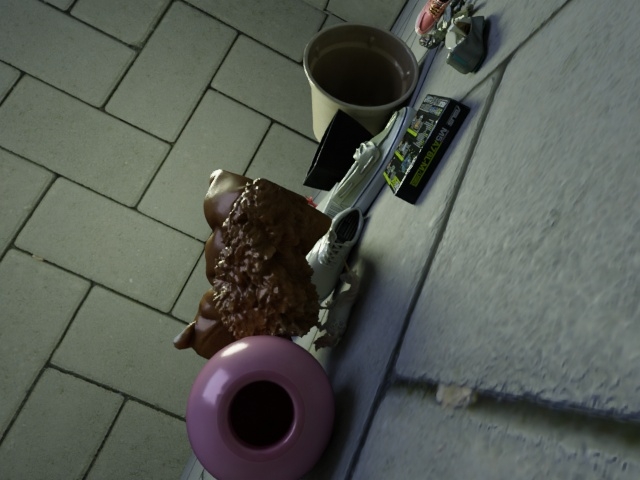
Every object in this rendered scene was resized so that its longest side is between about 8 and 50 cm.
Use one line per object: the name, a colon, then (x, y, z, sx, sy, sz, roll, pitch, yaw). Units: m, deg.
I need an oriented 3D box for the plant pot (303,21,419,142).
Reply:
plant pot: (0.103, -0.440, 1.494, 0.305, 0.334, 0.333, 104, -172, -64)

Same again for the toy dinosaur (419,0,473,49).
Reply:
toy dinosaur: (0.325, -0.553, 1.162, 0.268, 0.064, 0.118, -168, 98, -80)

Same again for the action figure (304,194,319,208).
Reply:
action figure: (-0.043, -0.048, 1.724, 0.280, 0.139, 0.091, -62, 8, -8)

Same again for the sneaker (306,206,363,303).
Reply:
sneaker: (0.025, 0.024, 1.109, 0.091, 0.094, 0.258, 120, 174, -63)

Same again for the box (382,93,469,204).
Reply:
box: (0.184, -0.174, 0.877, 0.190, 0.045, 0.184, -89, 24, -72)

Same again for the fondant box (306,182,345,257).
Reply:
fondant box: (0.000, 0.000, 1.377, 0.238, 0.096, 0.330, -65, 6, -16)

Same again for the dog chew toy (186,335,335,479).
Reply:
dog chew toy: (-0.091, 0.260, 0.747, 0.332, 0.207, 0.206, 112, -178, -73)

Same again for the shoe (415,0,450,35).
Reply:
shoe: (0.360, -0.734, 1.502, 0.178, 0.064, 0.081, -57, 4, 18)

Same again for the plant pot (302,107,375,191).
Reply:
plant pot: (0.072, -0.232, 1.373, 0.188, 0.167, 0.187, 140, 152, -75)

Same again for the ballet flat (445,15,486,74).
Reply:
ballet flat: (0.269, -0.382, 0.895, 0.072, 0.068, 0.213, -57, 10, 43)

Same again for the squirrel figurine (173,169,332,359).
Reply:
squirrel figurine: (-0.146, 0.076, 0.934, 0.370, 0.281, 0.397, -66, 15, -3)

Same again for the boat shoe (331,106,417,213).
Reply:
boat shoe: (0.125, -0.188, 1.139, 0.302, 0.094, 0.109, -60, 8, 27)

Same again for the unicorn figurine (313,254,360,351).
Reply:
unicorn figurine: (0.035, 0.123, 0.879, 0.111, 0.060, 0.161, 140, 140, -61)
